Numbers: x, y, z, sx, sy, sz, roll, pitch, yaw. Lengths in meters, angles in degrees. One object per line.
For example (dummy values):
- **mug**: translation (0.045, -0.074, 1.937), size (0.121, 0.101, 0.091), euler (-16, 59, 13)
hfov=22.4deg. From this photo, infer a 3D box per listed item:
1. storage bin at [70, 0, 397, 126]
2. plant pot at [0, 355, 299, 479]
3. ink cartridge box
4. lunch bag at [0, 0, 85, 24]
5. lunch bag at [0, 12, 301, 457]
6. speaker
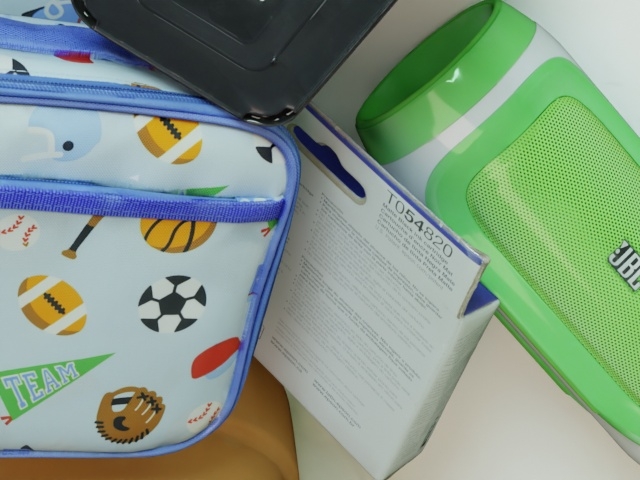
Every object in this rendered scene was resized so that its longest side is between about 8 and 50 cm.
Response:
- **storage bin**: translation (-0.019, -0.151, 0.724), size (0.122, 0.084, 0.180), euler (30, 135, -14)
- **plant pot**: translation (-0.139, 0.215, 1.012), size (0.291, 0.203, 0.291), euler (-11, 145, -8)
- **ink cartridge box**: translation (0.000, 0.000, 0.934), size (0.223, 0.045, 0.224), euler (44, 144, 19)
- **lunch bag**: translation (-0.278, -0.121, 0.908), size (0.385, 0.239, 0.328), euler (18, 122, -9)
- **lunch bag**: translation (-0.172, -0.006, 0.819), size (0.303, 0.115, 0.243), euler (4, 124, -22)
- **speaker**: translation (0.155, 0.007, 0.927), size (0.131, 0.131, 0.296), euler (-35, 105, 30)
